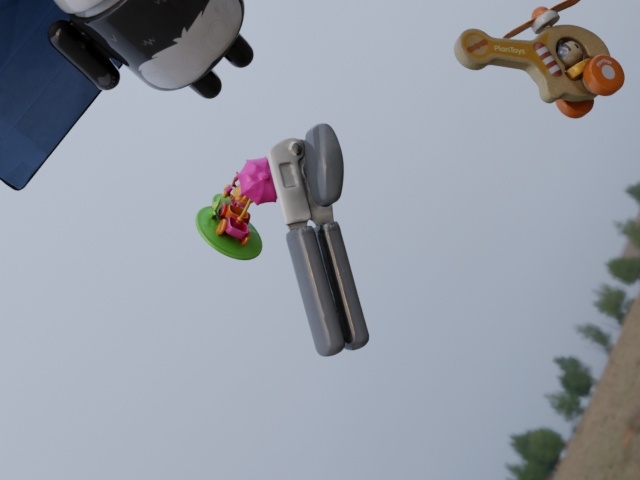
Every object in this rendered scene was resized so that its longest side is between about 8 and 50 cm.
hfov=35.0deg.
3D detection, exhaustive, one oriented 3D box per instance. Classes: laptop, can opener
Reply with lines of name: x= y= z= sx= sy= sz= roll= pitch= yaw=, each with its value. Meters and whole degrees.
laptop: x=-0.367 y=-0.290 z=1.185 sx=0.382 sy=0.236 sz=0.408 roll=-53 pitch=3 yaw=-4
can opener: x=0.000 y=0.000 z=1.239 sx=0.074 sy=0.093 sz=0.280 roll=-10 pitch=-95 yaw=-30

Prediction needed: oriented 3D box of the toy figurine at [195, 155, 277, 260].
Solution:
toy figurine: x=-0.120 y=-0.080 z=1.733 sx=0.159 sy=0.130 sz=0.173 roll=-54 pitch=23 yaw=30

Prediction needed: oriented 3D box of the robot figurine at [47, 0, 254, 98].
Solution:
robot figurine: x=-0.205 y=-0.295 z=1.229 sx=0.278 sy=0.173 sz=0.209 roll=40 pitch=-119 yaw=-41

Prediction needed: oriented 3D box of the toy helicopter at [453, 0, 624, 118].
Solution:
toy helicopter: x=0.436 y=-0.392 z=2.073 sx=0.140 sy=0.355 sz=0.235 roll=136 pitch=133 yaw=-63
